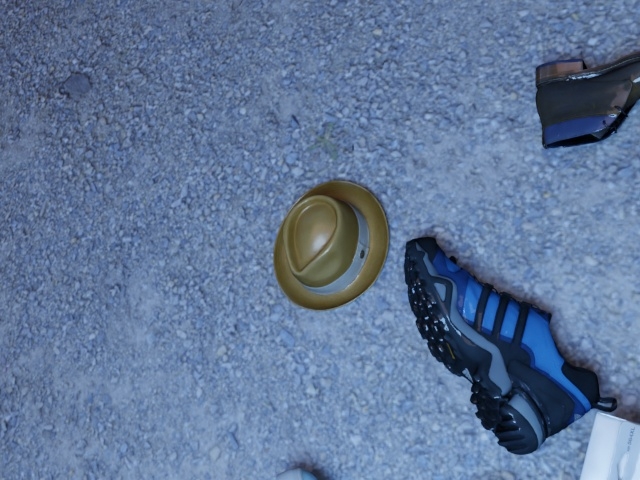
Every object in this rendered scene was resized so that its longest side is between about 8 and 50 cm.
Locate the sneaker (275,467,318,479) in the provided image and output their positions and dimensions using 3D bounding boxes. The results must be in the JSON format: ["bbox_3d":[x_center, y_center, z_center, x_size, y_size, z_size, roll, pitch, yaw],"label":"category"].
[{"bbox_3d":[0.076,0.409,0.835,0.150,0.135,0.366,-26,59,-11],"label":"sneaker"}]

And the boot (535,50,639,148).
[{"bbox_3d":[0.372,-0.168,0.887,0.219,0.082,0.106,2,86,36],"label":"boot"}]

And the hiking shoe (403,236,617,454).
[{"bbox_3d":[0.206,0.108,0.877,0.132,0.113,0.304,-20,55,-13],"label":"hiking shoe"}]

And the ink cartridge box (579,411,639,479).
[{"bbox_3d":[0.321,0.235,0.736,0.090,0.143,0.092,12,80,29],"label":"ink cartridge box"}]

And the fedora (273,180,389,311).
[{"bbox_3d":[0.000,0.000,1.011,0.194,0.079,0.194,-8,71,25],"label":"fedora"}]
